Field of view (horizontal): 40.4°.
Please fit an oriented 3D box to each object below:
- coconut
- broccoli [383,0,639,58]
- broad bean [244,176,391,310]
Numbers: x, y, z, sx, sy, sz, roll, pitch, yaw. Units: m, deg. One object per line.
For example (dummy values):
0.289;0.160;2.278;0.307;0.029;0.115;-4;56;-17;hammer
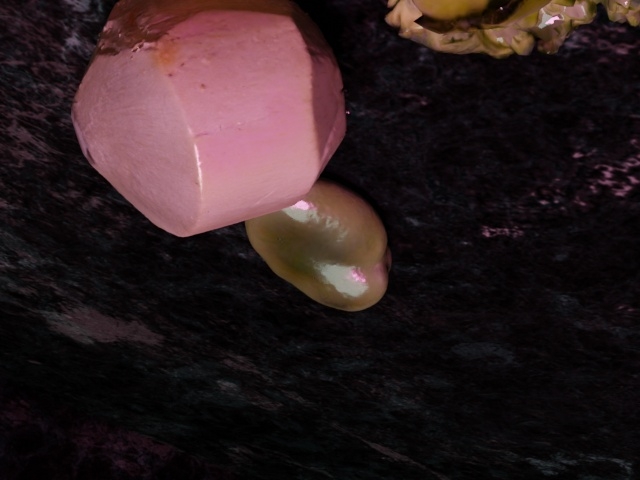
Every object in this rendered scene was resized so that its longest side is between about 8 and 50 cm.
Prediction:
-0.104;-0.116;0.769;0.241;0.241;0.241;11;150;6;coconut
0.120;-0.209;0.511;0.248;0.245;0.288;33;131;22;broccoli
0.000;0.000;1.084;0.169;0.100;0.228;-6;133;19;broad bean
